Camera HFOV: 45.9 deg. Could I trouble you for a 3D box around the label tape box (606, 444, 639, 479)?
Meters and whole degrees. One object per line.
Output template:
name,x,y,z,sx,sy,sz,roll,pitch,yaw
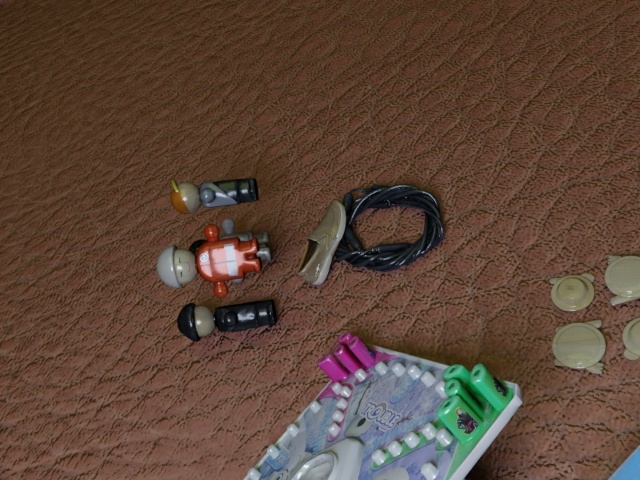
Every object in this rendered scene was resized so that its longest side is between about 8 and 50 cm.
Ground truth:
label tape box,0.288,0.405,0.686,0.347,0.115,0.249,-48,49,-1

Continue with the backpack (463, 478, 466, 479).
backpack,0.120,0.304,0.801,0.152,0.182,0.115,22,66,37

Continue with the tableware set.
tableware set,0.365,0.092,0.964,0.141,0.020,0.168,-10,52,21

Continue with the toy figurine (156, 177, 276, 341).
toy figurine,-0.155,0.024,1.129,0.148,0.213,0.209,-8,51,1

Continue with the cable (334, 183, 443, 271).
cable,0.099,-0.021,1.159,0.184,0.047,0.150,13,61,31

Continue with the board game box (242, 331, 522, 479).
board game box,-0.013,0.267,0.832,0.390,0.050,0.390,-47,13,-14

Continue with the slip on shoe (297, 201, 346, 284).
slip on shoe,0.000,0.000,1.165,0.051,0.041,0.135,6,75,60
